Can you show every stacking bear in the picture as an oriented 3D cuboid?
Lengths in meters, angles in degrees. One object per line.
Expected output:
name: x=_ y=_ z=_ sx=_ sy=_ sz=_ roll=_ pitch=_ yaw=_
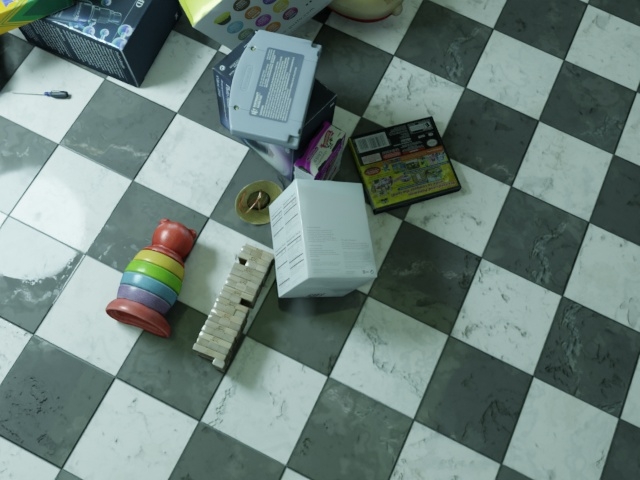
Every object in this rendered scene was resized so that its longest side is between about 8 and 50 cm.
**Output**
stacking bear: x=-0.429 y=0.082 z=1.667 sx=0.175 sy=0.164 sz=0.289 roll=19 pitch=67 yaw=3

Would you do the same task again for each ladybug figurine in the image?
ladybug figurine: x=0.086 y=-0.848 z=2.000 sx=0.305 sy=0.162 sz=0.449 roll=-39 pitch=78 yaw=-14

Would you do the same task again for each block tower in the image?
block tower: x=-0.228 y=0.173 z=1.678 sx=0.097 sy=0.091 sz=0.336 roll=21 pitch=71 yaw=4

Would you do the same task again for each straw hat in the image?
straw hat: x=-0.180 y=-0.119 z=1.791 sx=0.144 sy=0.145 sz=0.061 roll=-25 pitch=32 yaw=-11

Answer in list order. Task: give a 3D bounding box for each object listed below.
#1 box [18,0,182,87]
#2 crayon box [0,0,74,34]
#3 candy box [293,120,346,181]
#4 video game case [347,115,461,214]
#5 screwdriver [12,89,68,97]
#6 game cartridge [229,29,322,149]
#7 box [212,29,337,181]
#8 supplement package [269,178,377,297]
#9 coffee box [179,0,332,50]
box: x=-0.666 y=-0.690 z=1.869 sx=0.395 sy=0.212 sz=0.294 roll=23 pitch=74 yaw=4
crayon box: x=-0.868 y=-0.676 z=1.705 sx=0.322 sy=0.083 sz=0.203 roll=-27 pitch=77 yaw=-8
candy box: x=-0.006 y=-0.202 z=1.741 sx=0.071 sy=0.233 sz=0.159 roll=32 pitch=73 yaw=7
video game case: x=0.247 y=-0.226 z=1.871 sx=0.274 sy=0.035 sz=0.249 roll=-16 pitch=73 yaw=-10
screwdriver: x=-0.837 y=-0.436 z=1.878 sx=0.169 sy=0.024 sz=0.025 roll=-1 pitch=43 yaw=-2
game cartridge: x=-0.120 y=-0.381 z=1.579 sx=0.197 sy=0.062 sz=0.298 roll=11 pitch=72 yaw=4
box: x=-0.128 y=-0.363 z=1.754 sx=0.294 sy=0.296 sz=0.183 roll=40 pitch=73 yaw=10
supplement package: x=0.000 y=0.000 z=1.667 sx=0.199 sy=0.198 sz=0.263 roll=1 pitch=70 yaw=-26
coffee box: x=-0.221 y=-0.785 z=1.808 sx=0.337 sy=0.334 sz=0.338 roll=-33 pitch=74 yaw=19
